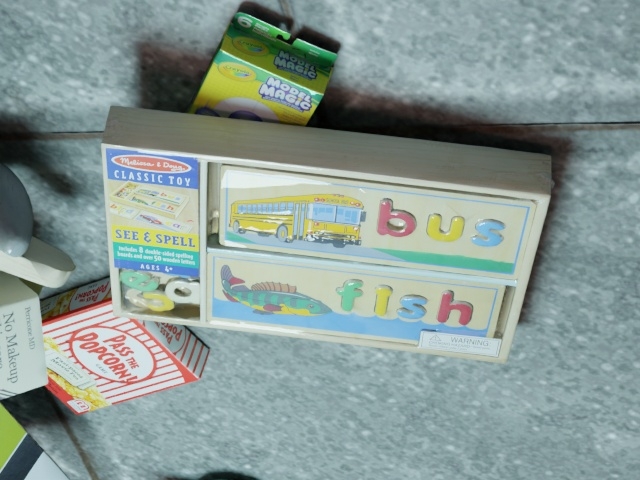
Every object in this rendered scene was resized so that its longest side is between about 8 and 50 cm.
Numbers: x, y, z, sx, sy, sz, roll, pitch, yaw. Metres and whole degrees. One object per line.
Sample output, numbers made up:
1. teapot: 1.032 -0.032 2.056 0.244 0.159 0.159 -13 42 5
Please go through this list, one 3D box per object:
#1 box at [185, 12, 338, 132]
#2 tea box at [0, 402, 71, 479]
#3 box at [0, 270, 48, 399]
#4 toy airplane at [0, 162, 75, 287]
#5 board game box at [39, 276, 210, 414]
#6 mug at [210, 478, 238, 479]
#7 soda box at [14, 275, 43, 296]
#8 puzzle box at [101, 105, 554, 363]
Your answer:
1. box: -0.061 -0.126 1.525 0.105 0.043 0.179 23 138 -8
2. tea box: -0.520 0.247 1.902 0.329 0.220 0.323 6 141 40
3. box: -0.417 0.122 1.665 0.094 0.275 0.113 29 129 50
4. toy airplane: -0.445 -0.070 1.545 0.384 0.272 0.386 21 174 14
5. board game box: -0.243 0.116 1.856 0.193 0.045 0.147 -19 128 34
6. mug: -0.122 0.344 2.029 0.129 0.097 0.158 -25 124 39
7. soda box: -0.386 0.070 1.841 0.181 0.061 0.058 -23 126 37
8. puzzle box: 0.000 0.000 1.592 0.409 0.052 0.272 6 141 1
